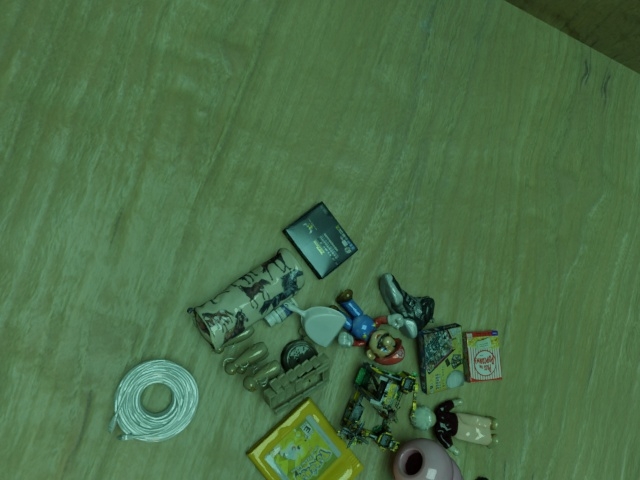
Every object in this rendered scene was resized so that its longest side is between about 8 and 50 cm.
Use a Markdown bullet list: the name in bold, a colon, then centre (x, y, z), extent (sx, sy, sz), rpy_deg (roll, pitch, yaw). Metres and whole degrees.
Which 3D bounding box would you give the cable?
- **cable**: centre (-0.523, 0.510, 1.702), extent (0.257, 0.089, 0.256), rpy_deg (13, 77, -16)

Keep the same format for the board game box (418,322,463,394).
- **board game box**: centre (0.457, 0.446, 2.011), extent (0.165, 0.042, 0.243), rpy_deg (-9, 102, -19)

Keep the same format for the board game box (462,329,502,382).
- **board game box**: centre (0.635, 0.456, 2.102), extent (0.147, 0.045, 0.193), rpy_deg (-1, 82, -18)

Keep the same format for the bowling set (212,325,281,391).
- **bowling set**: centre (-0.224, 0.433, 1.769), extent (0.154, 0.287, 0.199), rpy_deg (-31, 125, -14)

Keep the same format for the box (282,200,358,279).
- **box**: centre (0.000, 0.000, 1.967), extent (0.183, 0.059, 0.232), rpy_deg (-37, 93, -18)

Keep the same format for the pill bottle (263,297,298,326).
- **pill bottle**: centre (-0.143, 0.250, 1.876), extent (0.120, 0.067, 0.067), rpy_deg (-38, 94, -19)

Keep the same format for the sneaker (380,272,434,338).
- **sneaker**: centre (0.335, 0.224, 2.020), extent (0.153, 0.101, 0.268), rpy_deg (-27, 96, -20)

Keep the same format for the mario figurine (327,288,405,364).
- **mario figurine**: centre (0.180, 0.317, 1.910), extent (0.321, 0.170, 0.198), rpy_deg (41, 105, 0)

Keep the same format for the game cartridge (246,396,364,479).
- **game cartridge**: centre (-0.047, 0.757, 1.833), extent (0.285, 0.053, 0.323), rpy_deg (-39, 93, -19)

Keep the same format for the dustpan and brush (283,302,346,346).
- **dustpan and brush**: centre (-0.035, 0.271, 1.851), extent (0.211, 0.060, 0.147), rpy_deg (25, 113, -19)

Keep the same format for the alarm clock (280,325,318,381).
- **alarm clock**: centre (-0.070, 0.397, 1.881), extent (0.130, 0.064, 0.191), rpy_deg (11, 75, -16)

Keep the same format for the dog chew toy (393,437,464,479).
- **dog chew toy**: centre (0.400, 0.832, 1.874), extent (0.332, 0.207, 0.206), rpy_deg (43, 69, -36)

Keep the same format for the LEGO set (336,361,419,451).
- **LEGO set**: centre (0.220, 0.586, 1.838), extent (0.255, 0.192, 0.331), rpy_deg (32, 85, -16)

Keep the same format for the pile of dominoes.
- **pile of dominoes**: centre (-0.077, 0.473, 1.812), extent (0.251, 0.195, 0.040), rpy_deg (-25, 44, -30)

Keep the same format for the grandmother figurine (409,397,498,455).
- **grandmother figurine**: centre (0.496, 0.695, 1.998), extent (0.343, 0.104, 0.207), rpy_deg (18, 49, -11)

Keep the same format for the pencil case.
- **pencil case**: centre (-0.238, 0.187, 1.800), extent (0.410, 0.184, 0.159), rpy_deg (-35, 129, -23)

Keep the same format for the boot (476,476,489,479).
- **boot**: centre (0.587, 1.023, 1.980), extent (0.247, 0.083, 0.161), rpy_deg (-37, 99, -18)
